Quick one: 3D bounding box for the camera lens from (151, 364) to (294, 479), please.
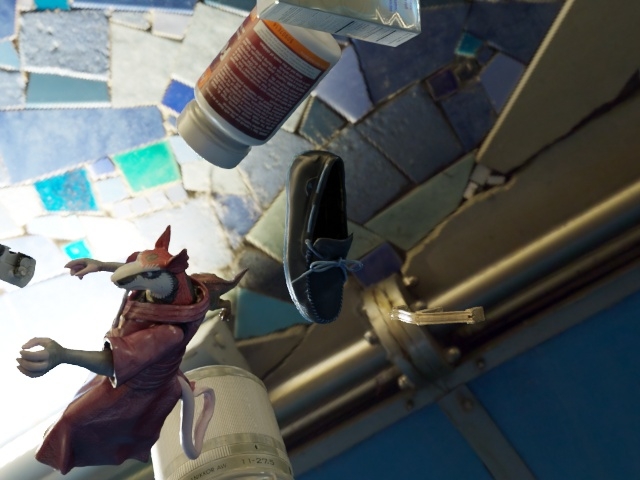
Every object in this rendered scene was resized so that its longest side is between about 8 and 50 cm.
[{"bbox_3d":[-0.170,0.368,1.126,0.219,0.219,0.274,-34,-137,6],"label":"camera lens"}]

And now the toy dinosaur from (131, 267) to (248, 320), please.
[{"bbox_3d":[-0.294,0.112,1.499,0.296,0.127,0.200,-14,149,-13],"label":"toy dinosaur"}]

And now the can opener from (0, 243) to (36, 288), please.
[{"bbox_3d":[-0.714,0.029,1.401,0.093,0.280,0.074,14,-105,24],"label":"can opener"}]

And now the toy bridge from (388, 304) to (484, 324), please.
[{"bbox_3d":[0.190,0.132,1.164,0.063,0.026,0.188,-7,-178,-42],"label":"toy bridge"}]

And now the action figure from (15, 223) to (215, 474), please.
[{"bbox_3d":[-0.213,0.147,0.817,0.370,0.276,0.248,-57,-162,32],"label":"action figure"}]

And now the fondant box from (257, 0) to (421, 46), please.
[{"bbox_3d":[0.040,-0.536,1.312,0.330,0.238,0.096,1,175,-31],"label":"fondant box"}]

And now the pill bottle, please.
[{"bbox_3d":[-0.156,-0.370,1.582,0.392,0.224,0.224,-45,-167,22],"label":"pill bottle"}]

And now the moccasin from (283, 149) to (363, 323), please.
[{"bbox_3d":[0.000,0.000,1.271,0.117,0.342,0.138,4,-163,45],"label":"moccasin"}]
